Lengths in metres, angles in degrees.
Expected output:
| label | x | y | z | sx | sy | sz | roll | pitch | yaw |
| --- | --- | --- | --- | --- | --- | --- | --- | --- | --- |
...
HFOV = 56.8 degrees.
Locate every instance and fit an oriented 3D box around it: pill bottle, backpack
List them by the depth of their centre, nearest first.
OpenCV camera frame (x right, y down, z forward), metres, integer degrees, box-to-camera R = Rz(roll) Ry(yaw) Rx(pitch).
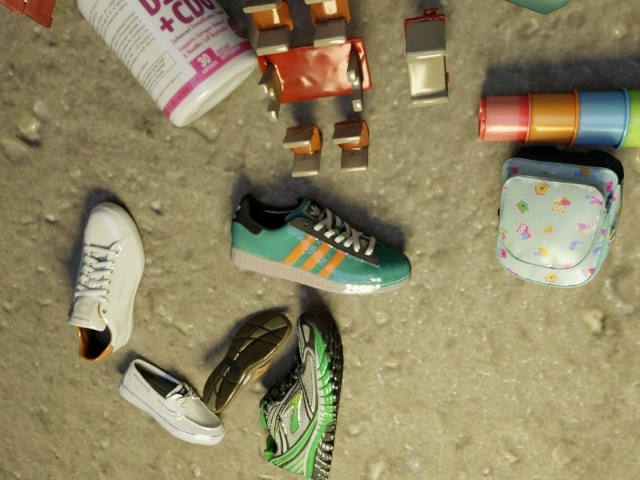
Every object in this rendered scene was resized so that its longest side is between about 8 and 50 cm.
| label | x | y | z | sx | sy | sz | roll | pitch | yaw |
| --- | --- | --- | --- | --- | --- | --- | --- | --- | --- |
| pill bottle | -0.232 | -0.318 | 0.831 | 0.160 | 0.160 | 0.283 | -36 | 101 | 20 |
| backpack | 0.335 | -0.025 | 0.847 | 0.165 | 0.144 | 0.189 | 11 | 120 | 28 |

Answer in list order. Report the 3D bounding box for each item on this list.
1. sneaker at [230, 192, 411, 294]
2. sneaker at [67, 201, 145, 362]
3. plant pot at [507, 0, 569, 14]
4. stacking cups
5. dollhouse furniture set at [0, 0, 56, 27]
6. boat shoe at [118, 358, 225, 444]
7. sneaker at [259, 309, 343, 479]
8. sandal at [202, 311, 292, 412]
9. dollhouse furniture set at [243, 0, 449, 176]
| label | x | y | z | sx | sy | sz | roll | pitch | yaw |
| --- | --- | --- | --- | --- | --- | --- | --- | --- | --- |
| sneaker | 0.000 | 0.000 | 0.940 | 0.302 | 0.108 | 0.121 | 10 | 116 | 8 |
| sneaker | -0.378 | 0.082 | 1.033 | 0.105 | 0.123 | 0.290 | 9 | 111 | 9 |
| plant pot | 0.245 | -0.372 | 0.687 | 0.165 | 0.234 | 0.166 | 21 | 113 | 3 |
| stacking cups | 0.382 | -0.162 | 0.820 | 0.316 | 0.096 | 0.096 | -1 | 111 | 11 |
| dollhouse furniture set | -0.443 | -0.521 | 0.823 | 0.201 | 0.152 | 0.374 | 22 | 96 | 2 |
| boat shoe | -0.276 | 0.305 | 1.118 | 0.226 | 0.083 | 0.076 | 27 | 114 | 0 |
| sneaker | -0.038 | 0.278 | 1.036 | 0.146 | 0.134 | 0.344 | 8 | 112 | 4 |
| sandal | -0.125 | 0.219 | 1.061 | 0.090 | 0.060 | 0.219 | 39 | 97 | 39 |
| dollhouse furniture set | 0.044 | -0.240 | 0.819 | 0.259 | 0.135 | 0.262 | -4 | 135 | 12 |
